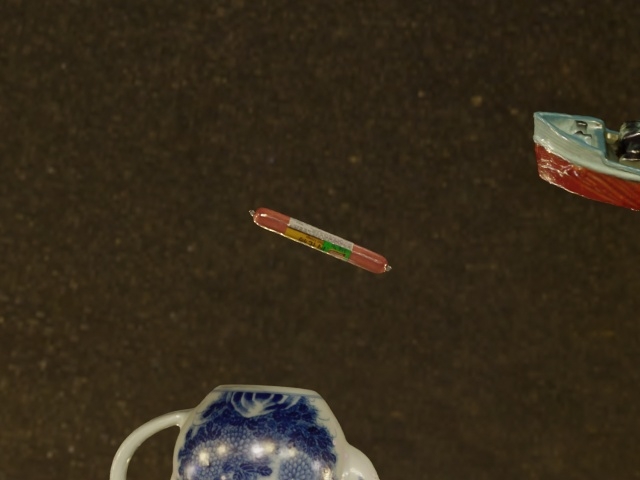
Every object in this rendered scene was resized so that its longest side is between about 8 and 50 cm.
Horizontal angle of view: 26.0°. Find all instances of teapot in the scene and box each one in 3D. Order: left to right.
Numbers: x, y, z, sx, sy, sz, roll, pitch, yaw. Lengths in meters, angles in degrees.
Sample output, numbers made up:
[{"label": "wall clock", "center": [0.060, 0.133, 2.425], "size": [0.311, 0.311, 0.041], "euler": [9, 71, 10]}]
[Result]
[{"label": "teapot", "center": [-0.088, 0.347, 1.969], "size": [0.424, 0.280, 0.252], "euler": [4, 171, 2]}]

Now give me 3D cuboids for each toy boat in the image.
[{"label": "toy boat", "center": [0.434, -0.115, 1.770], "size": [0.332, 0.145, 0.133], "euler": [10, 113, 6]}]

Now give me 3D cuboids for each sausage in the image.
[{"label": "sausage", "center": [0.000, 0.000, 1.996], "size": [0.223, 0.029, 0.029], "euler": [22, 143, -6]}]
